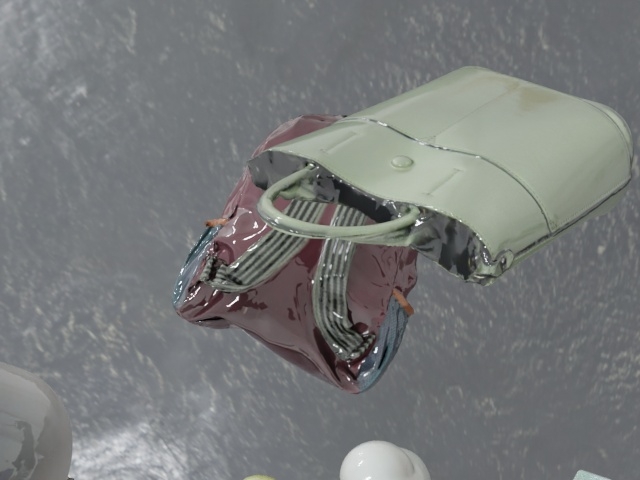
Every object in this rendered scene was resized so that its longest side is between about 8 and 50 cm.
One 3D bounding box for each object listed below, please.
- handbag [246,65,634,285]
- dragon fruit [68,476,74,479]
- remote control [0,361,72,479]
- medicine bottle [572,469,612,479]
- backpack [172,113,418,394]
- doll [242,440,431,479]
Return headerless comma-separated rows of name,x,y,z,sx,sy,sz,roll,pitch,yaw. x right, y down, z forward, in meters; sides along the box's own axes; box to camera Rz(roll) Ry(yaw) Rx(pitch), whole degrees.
handbag,0.082,-0.038,0.795,0.241,0.109,0.315,24,38,38
dragon fruit,-0.477,0.408,1.627,0.189,0.182,0.182,-33,56,37
remote control,-0.338,0.187,0.827,0.103,0.332,0.221,26,85,36
medicine bottle,0.360,0.357,1.329,0.055,0.118,0.074,11,62,39
backpack,0.000,0.000,1.260,0.283,0.197,0.317,25,85,2
doll,-0.003,0.156,0.517,0.163,0.106,0.062,-24,20,21
